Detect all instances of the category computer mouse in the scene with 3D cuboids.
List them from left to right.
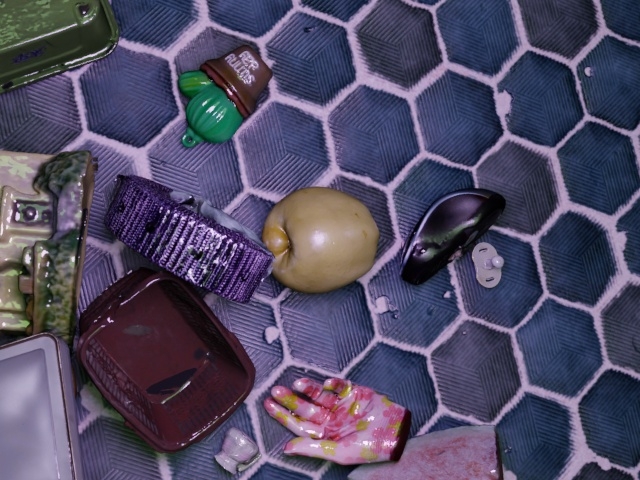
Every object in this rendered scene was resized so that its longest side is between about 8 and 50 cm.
[{"bbox_3d":[0.220,-0.020,1.782,0.233,0.137,0.096,-35,69,-19],"label":"computer mouse"}]

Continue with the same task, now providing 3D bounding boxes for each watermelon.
[{"bbox_3d":[0.194,0.478,1.682,0.250,0.292,0.283,-16,88,17],"label":"watermelon"}]

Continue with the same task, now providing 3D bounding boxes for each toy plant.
[{"bbox_3d":[-0.179,-0.250,1.746,0.200,0.105,0.143,-42,85,0],"label":"toy plant"}]

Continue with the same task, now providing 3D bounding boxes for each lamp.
[{"bbox_3d":[-0.479,0.288,1.454,0.269,0.047,0.266,-17,63,6],"label":"lamp"}]

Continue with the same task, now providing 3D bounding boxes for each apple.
[{"bbox_3d":[0.000,0.000,1.714,0.200,0.200,0.200,1,84,-11],"label":"apple"}]

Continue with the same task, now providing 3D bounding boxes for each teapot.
[{"bbox_3d":[-0.139,0.361,1.716,0.064,0.064,0.083,-51,126,-4],"label":"teapot"}]

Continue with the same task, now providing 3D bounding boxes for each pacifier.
[{"bbox_3d":[0.312,0.042,1.830,0.068,0.064,0.083,-10,86,-29],"label":"pacifier"}]

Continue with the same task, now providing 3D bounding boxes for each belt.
[{"bbox_3d":[-0.203,-0.006,1.602,0.260,0.325,0.122,26,92,-33],"label":"belt"}]

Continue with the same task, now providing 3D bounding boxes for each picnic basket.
[{"bbox_3d":[-0.260,0.182,1.626,0.222,0.129,0.297,-41,123,-11],"label":"picnic basket"}]

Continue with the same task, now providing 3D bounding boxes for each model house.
[{"bbox_3d":[-0.494,0.001,1.578,0.266,0.261,0.321,7,76,-8],"label":"model house"}]

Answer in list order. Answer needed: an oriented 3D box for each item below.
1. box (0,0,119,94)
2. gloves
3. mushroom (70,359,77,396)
[{"bbox_3d":[-0.515,-0.393,1.653,0.328,0.178,0.253,-22,87,-13],"label":"box"},{"bbox_3d":[0.024,0.307,1.725,0.241,0.126,0.145,13,87,19],"label":"gloves"},{"bbox_3d":[-0.442,0.314,1.573,0.233,0.208,0.302,24,84,8],"label":"mushroom"}]
